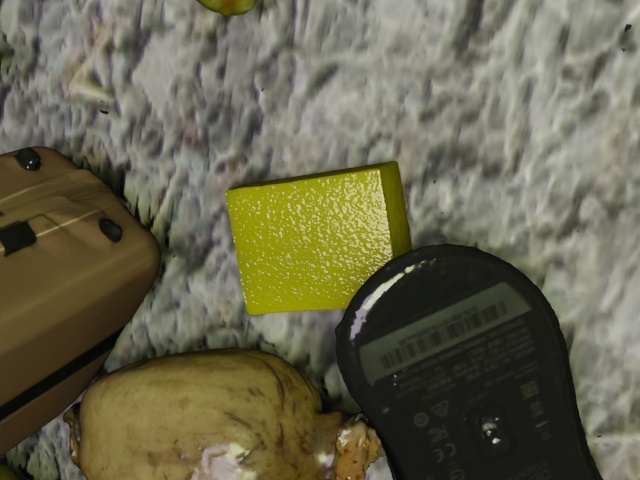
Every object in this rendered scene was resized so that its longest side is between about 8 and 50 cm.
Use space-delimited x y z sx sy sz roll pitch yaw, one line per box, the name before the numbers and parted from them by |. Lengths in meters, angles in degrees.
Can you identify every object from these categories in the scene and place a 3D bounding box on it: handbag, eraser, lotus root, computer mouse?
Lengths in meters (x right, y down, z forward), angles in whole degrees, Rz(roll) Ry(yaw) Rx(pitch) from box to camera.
handbag | -0.273 0.088 0.619 0.149 0.302 0.283 40 118 5
eraser | 0.000 0.000 0.635 0.122 0.045 0.097 -7 102 21
lotus root | -0.084 0.157 0.654 0.256 0.140 0.155 -3 96 26
computer mouse | 0.101 0.116 0.606 0.147 0.088 0.264 -20 105 -2

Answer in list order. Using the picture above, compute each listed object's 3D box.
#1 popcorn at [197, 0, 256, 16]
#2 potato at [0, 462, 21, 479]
popcorn | -0.071 -0.239 0.537 0.198 0.198 0.212 31 145 10
potato | -0.333 0.280 0.763 0.251 0.159 0.174 -34 115 15
